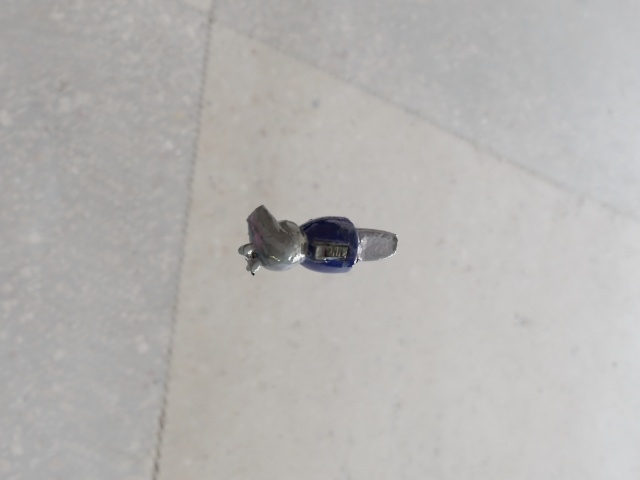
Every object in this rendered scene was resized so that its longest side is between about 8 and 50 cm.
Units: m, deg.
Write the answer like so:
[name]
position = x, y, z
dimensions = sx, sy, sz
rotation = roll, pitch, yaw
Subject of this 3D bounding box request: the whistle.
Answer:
[whistle]
position = 0.000, 0.000, 0.698
dimensions = 0.083, 0.029, 0.033
rotation = 1, 108, -29
